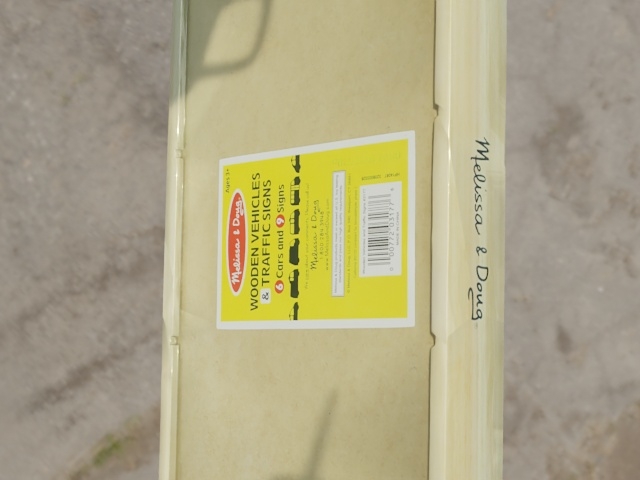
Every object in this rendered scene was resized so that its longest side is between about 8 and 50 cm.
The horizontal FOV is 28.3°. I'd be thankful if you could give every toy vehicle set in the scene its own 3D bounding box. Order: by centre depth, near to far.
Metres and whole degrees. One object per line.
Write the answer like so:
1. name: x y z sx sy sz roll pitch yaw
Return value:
1. toy vehicle set: 0.000 0.000 0.530 0.035 0.166 0.266 6 84 -45
